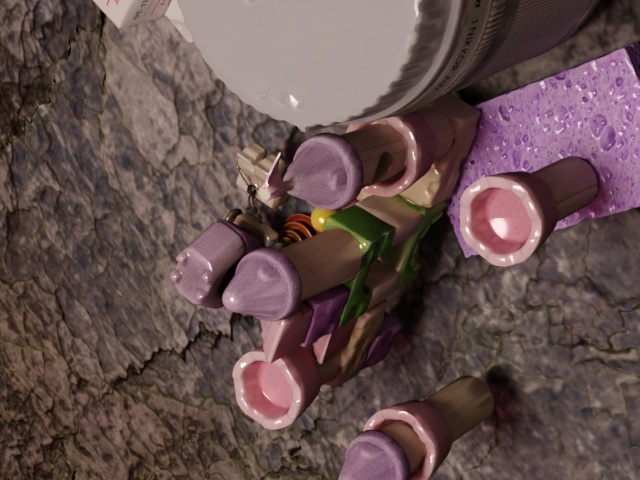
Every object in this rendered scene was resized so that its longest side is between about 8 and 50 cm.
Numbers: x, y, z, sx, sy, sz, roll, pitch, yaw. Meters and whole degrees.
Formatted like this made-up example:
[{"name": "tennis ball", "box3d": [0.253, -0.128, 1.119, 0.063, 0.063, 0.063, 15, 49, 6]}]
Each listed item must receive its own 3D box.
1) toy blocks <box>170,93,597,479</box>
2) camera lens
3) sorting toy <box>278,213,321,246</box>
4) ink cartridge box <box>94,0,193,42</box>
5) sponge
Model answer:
[{"name": "toy blocks", "box3d": [-0.008, 0.018, 1.070, 0.309, 0.260, 0.288, 34, 123, 24]}, {"name": "camera lens", "box3d": [0.060, -0.207, 0.962, 0.219, 0.274, 0.219, 16, 117, 33]}, {"name": "sorting toy", "box3d": [0.000, 0.000, 1.254, 0.102, 0.042, 0.061, -22, 94, 42]}, {"name": "ink cartridge box", "box3d": [-0.175, -0.275, 1.261, 0.198, 0.067, 0.115, 47, 130, 13]}, {"name": "sponge", "box3d": [0.176, -0.066, 1.093, 0.210, 0.031, 0.117, -19, 96, 41]}]
